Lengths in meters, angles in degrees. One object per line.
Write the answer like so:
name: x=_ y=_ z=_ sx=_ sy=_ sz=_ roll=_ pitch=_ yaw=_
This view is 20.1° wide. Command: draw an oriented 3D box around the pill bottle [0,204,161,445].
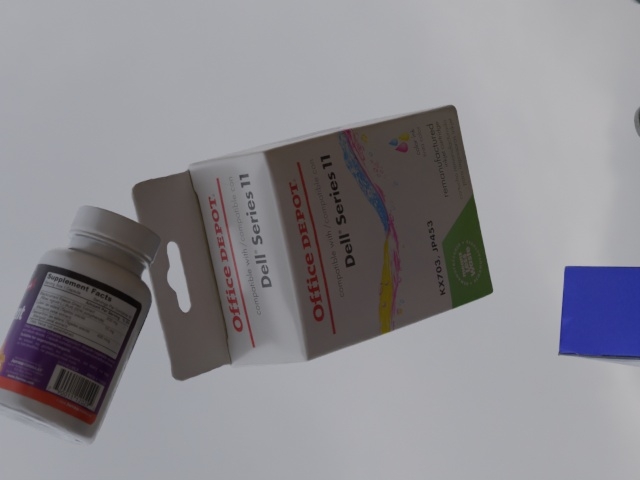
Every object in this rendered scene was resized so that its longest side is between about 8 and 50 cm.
pill bottle: x=-0.212 y=0.072 z=1.581 sx=0.108 sy=0.108 sz=0.194 roll=37 pitch=-111 yaw=-47

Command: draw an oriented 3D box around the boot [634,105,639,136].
boot: x=0.442 y=-0.146 z=1.916 sx=0.208 sy=0.189 sz=0.076 roll=144 pitch=109 yaw=-78

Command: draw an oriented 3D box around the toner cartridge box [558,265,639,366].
toner cartridge box: x=0.355 y=0.077 z=1.485 sx=0.347 sy=0.165 sz=0.075 roll=12 pitch=-98 yaw=-50

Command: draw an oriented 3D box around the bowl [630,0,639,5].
bowl: x=0.481 y=-0.347 z=1.920 sx=0.311 sy=0.311 sz=0.163 roll=3 pitch=-95 yaw=-66

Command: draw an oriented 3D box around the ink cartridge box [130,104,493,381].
ink cartridge box: x=0.000 y=0.000 z=1.755 sx=0.353 sy=0.119 sz=0.207 roll=-18 pitch=-83 yaw=-44
